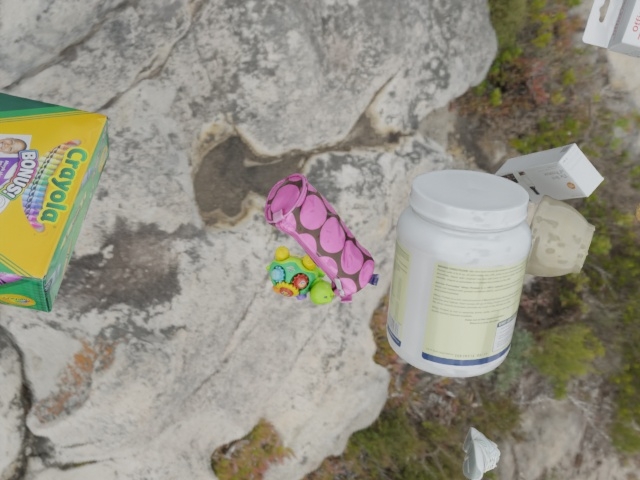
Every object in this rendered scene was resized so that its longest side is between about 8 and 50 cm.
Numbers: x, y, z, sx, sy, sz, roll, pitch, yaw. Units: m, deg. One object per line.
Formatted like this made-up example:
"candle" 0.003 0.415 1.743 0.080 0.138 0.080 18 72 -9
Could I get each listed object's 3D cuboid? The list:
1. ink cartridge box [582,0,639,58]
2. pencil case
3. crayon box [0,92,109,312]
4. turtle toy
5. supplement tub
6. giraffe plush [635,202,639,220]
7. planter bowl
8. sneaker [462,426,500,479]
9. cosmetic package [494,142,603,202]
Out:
"ink cartridge box" 0.471 -0.304 0.858 0.180 0.060 0.104 15 100 3
"pencil case" 0.000 0.000 0.946 0.209 0.095 0.098 47 53 -32
"crayon box" -0.385 -0.057 0.788 0.165 0.081 0.278 11 52 -9
"turtle toy" -0.034 0.068 1.070 0.095 0.130 0.066 90 19 -58
"supplement tub" 0.248 0.056 1.136 0.235 0.235 0.325 -19 123 -37
"giraffe plush" 0.438 -0.031 0.594 0.181 0.170 0.210 -10 61 -37
"planter bowl" 0.468 0.003 1.219 0.162 0.109 0.162 -46 146 -44
"sneaker" 0.280 0.370 1.074 0.152 0.061 0.054 -24 135 -74
"cosmetic package" 0.480 -0.136 1.335 0.099 0.239 0.060 44 79 -10
